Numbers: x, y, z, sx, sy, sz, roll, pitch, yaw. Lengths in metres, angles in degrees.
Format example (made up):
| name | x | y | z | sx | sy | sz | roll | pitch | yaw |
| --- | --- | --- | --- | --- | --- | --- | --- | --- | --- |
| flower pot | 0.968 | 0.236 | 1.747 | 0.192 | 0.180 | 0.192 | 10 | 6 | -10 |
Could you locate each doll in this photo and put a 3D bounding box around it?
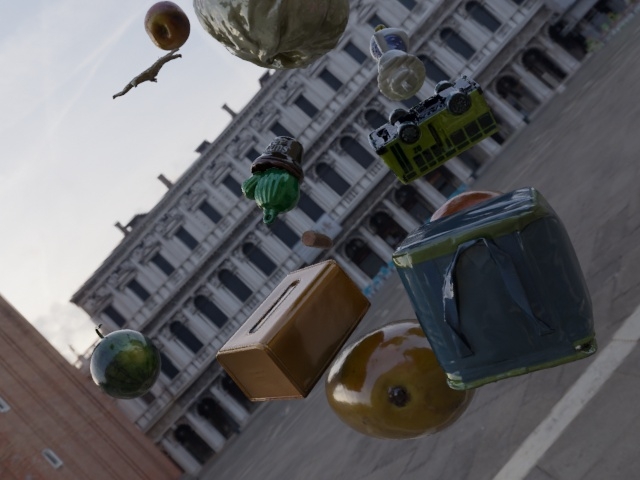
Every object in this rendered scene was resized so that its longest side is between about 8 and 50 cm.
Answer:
| name | x | y | z | sx | sy | sz | roll | pitch | yaw |
| --- | --- | --- | --- | --- | --- | --- | --- | --- | --- |
| doll | 0.182 | -0.444 | 1.410 | 0.119 | 0.138 | 0.293 | -30 | 41 | 17 |

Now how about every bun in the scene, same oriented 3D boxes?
| name | x | y | z | sx | sy | sz | roll | pitch | yaw |
| --- | --- | --- | --- | --- | --- | --- | --- | --- | --- |
| bun | -0.110 | -0.510 | 1.313 | 0.365 | 0.366 | 0.219 | -22 | -62 | -76 |

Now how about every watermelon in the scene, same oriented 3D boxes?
| name | x | y | z | sx | sy | sz | roll | pitch | yaw |
| --- | --- | --- | --- | --- | --- | --- | --- | --- | --- |
| watermelon | -0.424 | 0.250 | 1.214 | 0.141 | 0.187 | 0.140 | -33 | -35 | -27 |

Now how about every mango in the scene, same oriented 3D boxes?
| name | x | y | z | sx | sy | sz | roll | pitch | yaw |
| --- | --- | --- | --- | --- | --- | --- | --- | --- | --- |
| mango | 0.159 | 0.296 | 1.233 | 0.300 | 0.232 | 0.446 | -22 | -6 | -15 |

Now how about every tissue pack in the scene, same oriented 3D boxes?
| name | x | y | z | sx | sy | sz | roll | pitch | yaw |
| --- | --- | --- | --- | --- | --- | --- | --- | --- | --- |
| tissue pack | -0.054 | 0.187 | 1.193 | 0.195 | 0.145 | 0.274 | -19 | 23 | 46 |

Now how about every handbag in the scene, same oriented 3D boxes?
| name | x | y | z | sx | sy | sz | roll | pitch | yaw |
| --- | --- | --- | --- | --- | --- | --- | --- | --- | --- |
| handbag | 0.271 | 0.069 | 0.900 | 0.263 | 0.240 | 0.222 | -20 | 7 | 18 |

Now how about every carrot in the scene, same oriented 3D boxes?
| name | x | y | z | sx | sy | sz | roll | pitch | yaw |
| --- | --- | --- | --- | --- | --- | --- | --- | --- | --- |
| carrot | 0.000 | 0.000 | 1.599 | 0.048 | 0.048 | 0.139 | -49 | -25 | 16 |

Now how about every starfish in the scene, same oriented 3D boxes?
| name | x | y | z | sx | sy | sz | roll | pitch | yaw |
| --- | --- | --- | --- | --- | --- | --- | --- | --- | --- |
| starfish | -0.534 | -0.547 | 1.820 | 0.295 | 0.048 | 0.231 | -28 | 17 | 29 |

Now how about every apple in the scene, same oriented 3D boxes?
| name | x | y | z | sx | sy | sz | roll | pitch | yaw |
| --- | --- | --- | --- | --- | --- | --- | --- | --- | --- |
| apple | -0.468 | -0.657 | 1.741 | 0.146 | 0.146 | 0.146 | -46 | -6 | -6 |

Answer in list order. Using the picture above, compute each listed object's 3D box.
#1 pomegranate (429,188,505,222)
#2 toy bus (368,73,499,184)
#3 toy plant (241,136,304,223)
| name | x | y | z | sx | sy | sz | roll | pitch | yaw |
| --- | --- | --- | --- | --- | --- | --- | --- | --- | --- |
| pomegranate | 0.372 | 0.010 | 1.248 | 0.271 | 0.251 | 0.229 | -26 | -34 | 29 |
| toy bus | 0.254 | -0.247 | 1.297 | 0.262 | 0.150 | 0.128 | -31 | 27 | 12 |
| toy plant | -0.102 | -0.126 | 1.216 | 0.105 | 0.143 | 0.200 | 51 | -128 | -52 |
